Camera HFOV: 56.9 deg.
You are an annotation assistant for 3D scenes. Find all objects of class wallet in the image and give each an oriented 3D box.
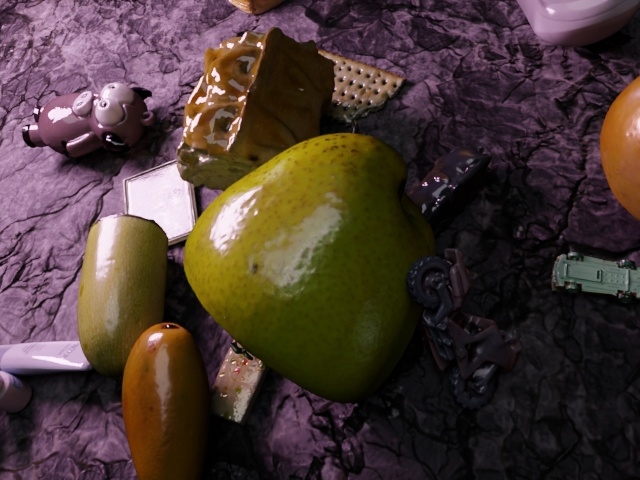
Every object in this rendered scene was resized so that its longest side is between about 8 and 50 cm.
[{"bbox_3d":[-0.246,-0.130,1.101,0.044,0.011,0.083,-38,58,-8],"label":"wallet"}]

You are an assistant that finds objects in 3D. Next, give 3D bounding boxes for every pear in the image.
[{"bbox_3d":[0.000,0.000,0.800,0.318,0.239,0.342,-51,58,6],"label":"pear"}]

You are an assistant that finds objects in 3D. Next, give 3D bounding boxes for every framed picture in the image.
[{"bbox_3d":[-0.293,-0.064,1.067,0.142,0.011,0.183,-19,59,8],"label":"framed picture"}]

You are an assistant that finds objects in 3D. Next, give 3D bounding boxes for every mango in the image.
[{"bbox_3d":[-0.209,0.240,0.804,0.139,0.113,0.253,-24,68,48],"label":"mango"}]

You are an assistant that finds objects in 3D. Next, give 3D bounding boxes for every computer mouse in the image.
[{"bbox_3d":[0.444,-0.431,1.025,0.184,0.121,0.296,-21,40,16],"label":"computer mouse"}]

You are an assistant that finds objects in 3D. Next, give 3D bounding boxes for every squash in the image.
[{"bbox_3d":[-0.306,0.093,0.912,0.133,0.132,0.246,-13,57,8],"label":"squash"}]

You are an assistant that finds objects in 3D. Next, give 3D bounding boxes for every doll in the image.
[{"bbox_3d":[-0.447,-0.236,1.160,0.258,0.117,0.181,-4,53,16],"label":"doll"}]

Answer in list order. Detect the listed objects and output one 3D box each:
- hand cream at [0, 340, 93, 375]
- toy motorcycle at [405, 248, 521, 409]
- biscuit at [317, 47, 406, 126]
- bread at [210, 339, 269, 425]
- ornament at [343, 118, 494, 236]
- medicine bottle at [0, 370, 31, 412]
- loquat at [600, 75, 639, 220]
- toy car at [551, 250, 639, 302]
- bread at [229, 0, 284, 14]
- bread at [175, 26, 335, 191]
[{"bbox_3d":[-0.461,0.190,0.946,0.256,0.048,0.079,-6,27,13],"label":"hand cream"},{"bbox_3d":[0.188,0.106,0.757,0.118,0.212,0.084,-27,11,-18],"label":"toy motorcycle"},{"bbox_3d":[0.037,-0.284,1.101,0.203,0.016,0.144,28,72,22],"label":"biscuit"},{"bbox_3d":[-0.112,0.189,0.863,0.068,0.028,0.153,15,67,21],"label":"bread"},{"bbox_3d":[0.129,-0.122,0.950,0.202,0.080,0.236,-46,58,-9],"label":"ornament"},{"bbox_3d":[-0.493,0.230,0.908,0.052,0.089,0.052,-7,59,12],"label":"medicine bottle"},{"bbox_3d":[0.497,-0.125,0.742,0.263,0.263,0.262,-7,58,12],"label":"loquat"},{"bbox_3d":[0.380,0.052,0.801,0.122,0.035,0.059,10,63,11],"label":"toy car"},{"bbox_3d":[-0.152,-0.600,1.200,0.153,0.288,0.119,-30,66,-2],"label":"bread"},{"bbox_3d":[-0.110,-0.205,0.992,0.239,0.196,0.251,-1,69,18],"label":"bread"}]
